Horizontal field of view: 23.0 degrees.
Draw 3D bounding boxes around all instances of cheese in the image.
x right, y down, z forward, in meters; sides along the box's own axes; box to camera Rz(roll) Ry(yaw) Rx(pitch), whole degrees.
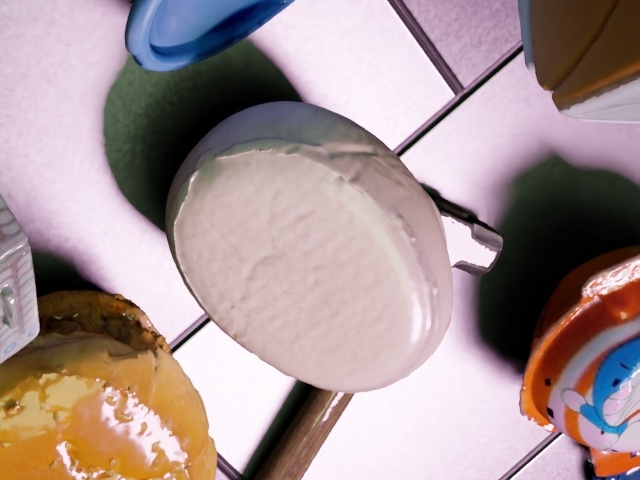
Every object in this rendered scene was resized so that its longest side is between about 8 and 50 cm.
[{"bbox_3d":[0.267,0.117,1.322,0.217,0.129,0.329,-23,139,-6],"label":"cheese"}]

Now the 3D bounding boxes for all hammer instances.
[{"bbox_3d":[0.007,0.123,1.260,0.111,0.043,0.365,24,103,-31],"label":"hammer"}]

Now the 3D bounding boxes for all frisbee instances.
[{"bbox_3d":[-0.036,-0.202,1.009,0.242,0.242,0.045,-39,81,-3],"label":"frisbee"}]

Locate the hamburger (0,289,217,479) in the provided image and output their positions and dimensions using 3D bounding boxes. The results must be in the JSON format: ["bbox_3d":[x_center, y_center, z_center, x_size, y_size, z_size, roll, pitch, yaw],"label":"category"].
[{"bbox_3d":[-0.188,0.154,1.115,0.244,0.163,0.244,-11,118,-21],"label":"hamburger"}]

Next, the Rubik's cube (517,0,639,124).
[{"bbox_3d":[0.335,-0.264,0.979,0.352,0.347,0.352,-4,84,-19],"label":"Rubik's cube"}]

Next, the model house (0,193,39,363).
[{"bbox_3d":[-0.320,0.034,0.940,0.224,0.215,0.198,-36,124,-30],"label":"model house"}]

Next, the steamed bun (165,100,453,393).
[{"bbox_3d":[0.000,0.000,1.132,0.177,0.130,0.228,-37,105,26],"label":"steamed bun"}]
